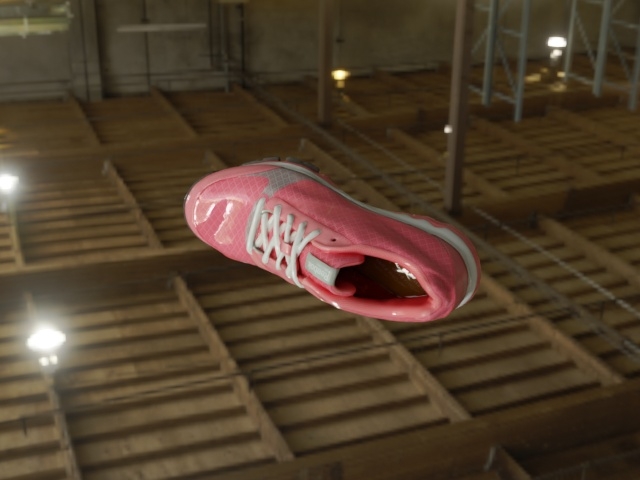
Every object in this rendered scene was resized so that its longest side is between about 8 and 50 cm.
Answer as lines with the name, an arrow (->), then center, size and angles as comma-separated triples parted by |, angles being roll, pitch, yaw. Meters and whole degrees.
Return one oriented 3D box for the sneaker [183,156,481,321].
sneaker -> 0.000, 0.000, 0.910 | 0.313, 0.116, 0.136 | 16, -162, 12
